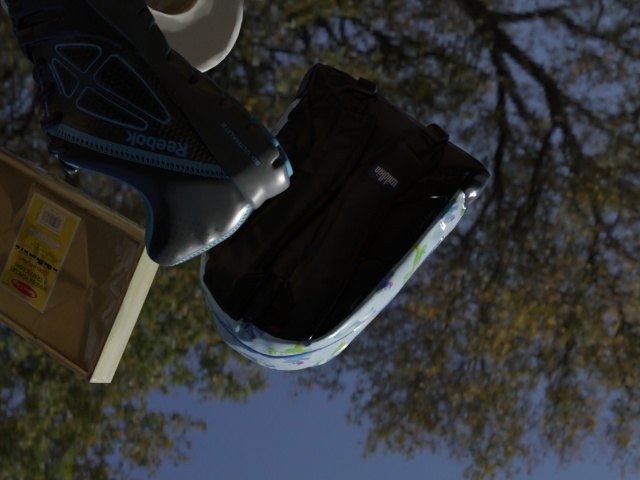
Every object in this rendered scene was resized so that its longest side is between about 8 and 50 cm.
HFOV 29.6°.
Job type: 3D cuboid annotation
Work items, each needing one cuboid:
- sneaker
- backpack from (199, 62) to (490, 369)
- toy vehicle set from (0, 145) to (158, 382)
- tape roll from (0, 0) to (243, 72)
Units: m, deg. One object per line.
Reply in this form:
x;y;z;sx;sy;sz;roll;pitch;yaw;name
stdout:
-0.177;-0.130;0.917;0.139;0.125;0.341;-43;-84;1;sneaker
0.000;0.000;1.576;0.290;0.273;0.355;32;-121;6;backpack
-0.302;0.020;1.328;0.267;0.166;0.035;29;-171;28;toy vehicle set
-0.213;-0.296;1.295;0.100;0.286;0.286;-17;-150;36;tape roll
